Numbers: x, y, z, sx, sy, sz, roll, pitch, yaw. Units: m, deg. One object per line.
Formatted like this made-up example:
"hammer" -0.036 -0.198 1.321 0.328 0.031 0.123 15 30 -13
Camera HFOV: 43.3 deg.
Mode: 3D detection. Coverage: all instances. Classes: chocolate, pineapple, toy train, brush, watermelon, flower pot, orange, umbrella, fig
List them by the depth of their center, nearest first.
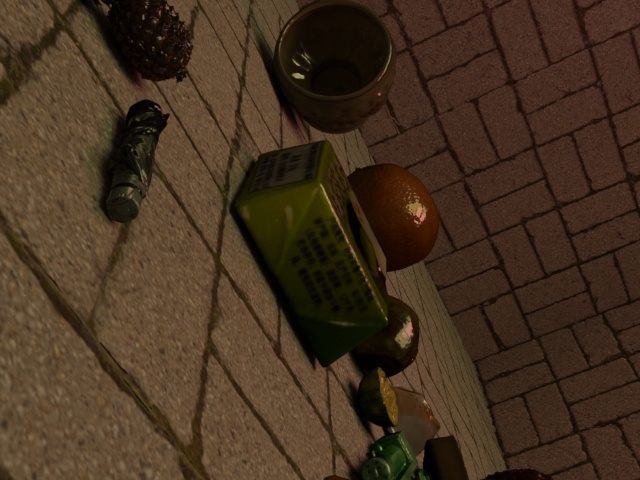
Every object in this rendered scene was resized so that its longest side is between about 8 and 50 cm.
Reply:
"umbrella" -0.189 -0.087 0.814 0.188 0.046 0.050 -91 163 -53
"pineapple" -0.217 -0.281 0.945 0.083 0.103 0.221 22 -31 54
"toy train" 0.114 0.367 1.245 0.119 0.085 0.251 63 8 12
"chocolate" 0.000 0.000 1.289 0.301 0.137 0.289 -84 149 -69
"brush" 0.207 0.442 1.380 0.123 0.059 0.197 -103 -166 -54
"watermelon" 0.095 0.272 1.382 0.105 0.062 0.105 -15 90 -78
"fig" 0.119 0.174 1.541 0.154 0.144 0.166 -11 65 -42
"orange" 0.145 -0.053 1.863 0.264 0.264 0.264 -23 90 -79
"flower pot" 0.040 -0.405 1.979 0.244 0.307 0.307 78 -7 -71

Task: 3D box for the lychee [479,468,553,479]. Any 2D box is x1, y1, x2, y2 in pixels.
"lychee" 0.424 0.622 1.784 0.236 0.271 0.236 19 32 -13

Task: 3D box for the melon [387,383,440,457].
"melon" 0.157 0.312 1.538 0.139 0.093 0.202 53 11 -25

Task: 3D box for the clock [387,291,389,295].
"clock" 0.126 0.151 1.786 0.151 0.062 0.191 63 11 -17

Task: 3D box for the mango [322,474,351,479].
"mango" 0.033 0.333 0.960 0.080 0.060 0.114 25 37 -46
